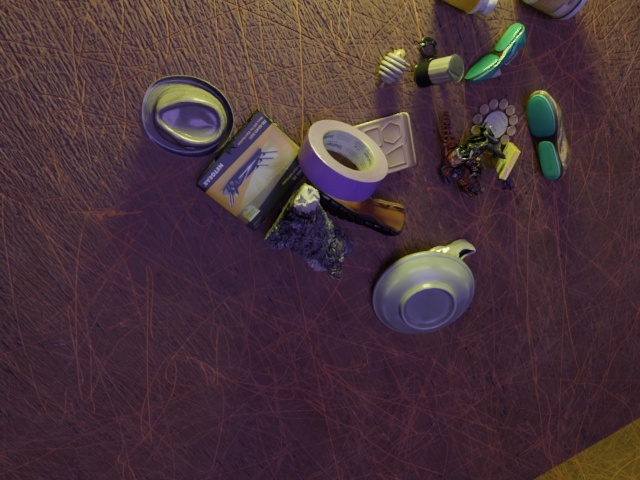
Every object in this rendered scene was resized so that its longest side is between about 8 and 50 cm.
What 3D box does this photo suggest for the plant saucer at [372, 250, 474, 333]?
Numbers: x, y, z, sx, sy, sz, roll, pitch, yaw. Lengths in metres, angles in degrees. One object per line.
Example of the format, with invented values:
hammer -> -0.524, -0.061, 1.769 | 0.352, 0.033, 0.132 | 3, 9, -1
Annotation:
plant saucer -> 0.399, 0.229, 1.733 | 0.399, 0.101, 0.401 | -2, 123, -3

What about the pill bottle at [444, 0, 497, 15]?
pill bottle -> 0.453, -0.769, 1.412 | 0.184, 0.103, 0.103 | 16, 106, -19

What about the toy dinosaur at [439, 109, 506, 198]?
toy dinosaur -> 0.508, -0.296, 1.586 | 0.218, 0.165, 0.322 | -25, 135, 21

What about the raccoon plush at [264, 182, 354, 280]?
raccoon plush -> 0.000, 0.000, 1.438 | 0.299, 0.446, 0.216 | 32, 87, -9

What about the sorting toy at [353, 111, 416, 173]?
sorting toy -> 0.213, -0.320, 1.566 | 0.208, 0.038, 0.193 | -16, 113, -2

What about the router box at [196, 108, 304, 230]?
router box -> -0.208, -0.223, 1.473 | 0.243, 0.081, 0.309 | 39, 98, -23

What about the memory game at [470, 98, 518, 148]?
memory game -> 0.624, -0.415, 1.638 | 0.186, 0.012, 0.186 | -4, 111, -11

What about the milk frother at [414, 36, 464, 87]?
milk frother -> 0.378, -0.574, 1.451 | 0.129, 0.134, 0.143 | -42, 121, -30

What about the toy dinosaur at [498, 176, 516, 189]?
toy dinosaur -> 0.701, -0.233, 1.724 | 0.090, 0.047, 0.082 | -16, 108, -43

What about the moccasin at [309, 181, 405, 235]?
moccasin -> 0.135, -0.136, 1.560 | 0.379, 0.139, 0.147 | 18, 80, -21

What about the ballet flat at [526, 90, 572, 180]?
ballet flat -> 0.835, -0.389, 1.655 | 0.123, 0.123, 0.349 | -27, 114, -3

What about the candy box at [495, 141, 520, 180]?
candy box -> 0.649, -0.280, 1.591 | 0.027, 0.206, 0.105 | 21, 114, 8

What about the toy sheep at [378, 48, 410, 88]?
toy sheep -> 0.229, -0.545, 1.456 | 0.091, 0.091, 0.132 | 21, 110, -20

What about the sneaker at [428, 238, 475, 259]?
sneaker -> 0.488, 0.062, 1.743 | 0.212, 0.094, 0.080 | -26, 116, -2

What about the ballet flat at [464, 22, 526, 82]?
ballet flat -> 0.595, -0.601, 1.526 | 0.247, 0.083, 0.087 | -47, 128, 9

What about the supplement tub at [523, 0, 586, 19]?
supplement tub -> 0.731, -0.804, 1.443 | 0.199, 0.144, 0.145 | 15, 106, -19

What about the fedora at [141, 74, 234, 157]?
fedora -> -0.394, -0.358, 1.353 | 0.275, 0.124, 0.244 | 13, 106, -18

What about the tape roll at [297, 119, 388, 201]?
tape roll -> 0.071, -0.251, 1.421 | 0.274, 0.275, 0.090 | 15, 135, -18
